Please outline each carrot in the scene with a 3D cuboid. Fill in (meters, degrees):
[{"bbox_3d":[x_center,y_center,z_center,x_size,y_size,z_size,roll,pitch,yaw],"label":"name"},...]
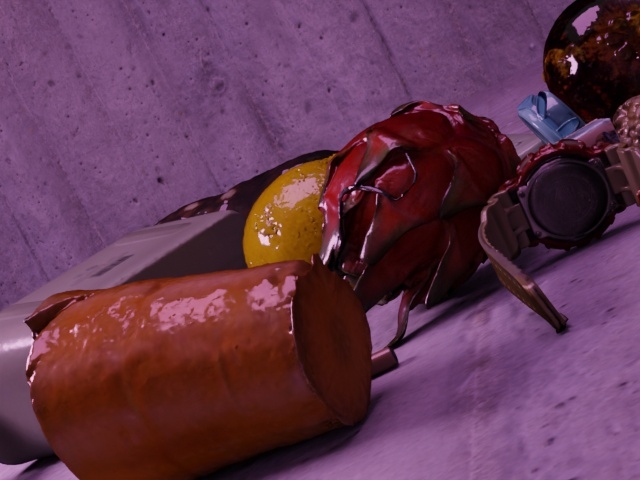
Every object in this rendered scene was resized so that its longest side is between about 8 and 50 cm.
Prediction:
[{"bbox_3d":[-0.089,0.096,1.066,0.254,0.196,0.196,-20,9,26],"label":"carrot"}]

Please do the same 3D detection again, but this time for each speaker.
[{"bbox_3d":[-0.237,0.107,1.602,0.184,0.183,0.406,-15,14,39],"label":"speaker"}]

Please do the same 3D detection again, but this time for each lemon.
[{"bbox_3d":[0.000,0.000,1.486,0.206,0.173,0.173,-52,11,-7],"label":"lemon"}]

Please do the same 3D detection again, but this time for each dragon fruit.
[{"bbox_3d":[0.087,-0.024,1.254,0.274,0.193,0.192,-42,19,-26],"label":"dragon fruit"}]

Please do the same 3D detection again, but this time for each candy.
[{"bbox_3d":[0.382,-0.139,1.438,0.095,0.085,0.110,-22,-8,-26],"label":"candy"}]

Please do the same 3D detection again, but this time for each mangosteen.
[{"bbox_3d":[0.378,-0.218,1.658,0.192,0.192,0.217,-28,-17,-6],"label":"mangosteen"}]

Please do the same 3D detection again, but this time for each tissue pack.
[{"bbox_3d":[0.278,-0.080,1.390,0.094,0.074,0.059,-30,10,0],"label":"tissue pack"}]

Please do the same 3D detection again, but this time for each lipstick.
[{"bbox_3d":[0.023,0.119,1.130,0.094,0.019,0.019,-27,7,12],"label":"lipstick"}]

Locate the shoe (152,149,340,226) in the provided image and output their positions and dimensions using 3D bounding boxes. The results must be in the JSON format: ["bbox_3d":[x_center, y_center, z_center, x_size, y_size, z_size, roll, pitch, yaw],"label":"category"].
[{"bbox_3d":[-0.081,-0.008,1.849,0.384,0.171,0.237,-21,2,-7],"label":"shoe"}]

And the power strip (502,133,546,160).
[{"bbox_3d":[0.242,-0.099,1.726,0.091,0.062,0.385,-31,6,-2],"label":"power strip"}]

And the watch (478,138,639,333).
[{"bbox_3d":[0.220,-0.010,1.084,0.164,0.102,0.268,-26,15,2],"label":"watch"}]

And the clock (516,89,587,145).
[{"bbox_3d":[0.273,-0.128,1.481,0.045,0.108,0.147,-47,-16,6],"label":"clock"}]
